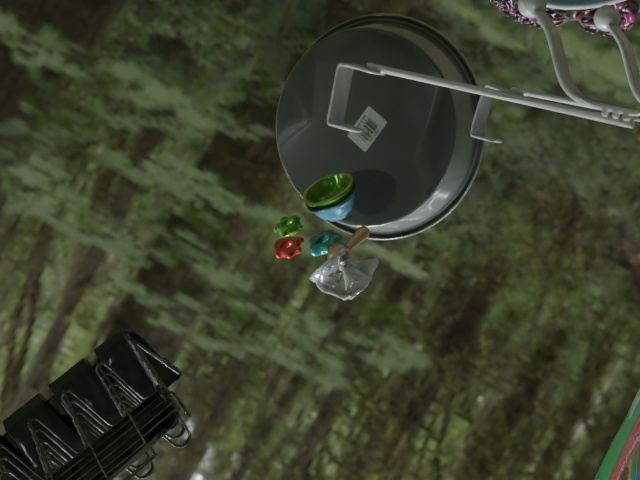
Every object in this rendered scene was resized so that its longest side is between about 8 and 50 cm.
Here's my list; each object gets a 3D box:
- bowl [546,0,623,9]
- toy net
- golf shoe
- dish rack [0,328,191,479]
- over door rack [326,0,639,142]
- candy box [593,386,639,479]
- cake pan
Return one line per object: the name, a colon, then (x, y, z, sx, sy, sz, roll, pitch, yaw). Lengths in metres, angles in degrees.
bowl: (0.243, -0.392, 1.249, 0.311, 0.311, 0.163, 26, -155, -36)
toy net: (0.000, 0.000, 1.578, 0.232, 0.122, 0.045, -104, -8, -61)
golf shoe: (0.282, -0.287, 1.527, 0.186, 0.086, 0.067, 15, 144, 24)
dish rack: (-0.194, 0.174, 1.074, 0.074, 0.208, 0.271, 53, 172, -19)
over door rack: (0.198, -0.139, 1.110, 0.324, 0.108, 0.239, 3, -178, 43)
candy box: (0.308, 0.297, 1.172, 0.122, 0.268, 0.317, 13, -135, 3)
cake pan: (0.066, -0.144, 1.704, 0.293, 0.293, 0.054, 32, -162, 20)
